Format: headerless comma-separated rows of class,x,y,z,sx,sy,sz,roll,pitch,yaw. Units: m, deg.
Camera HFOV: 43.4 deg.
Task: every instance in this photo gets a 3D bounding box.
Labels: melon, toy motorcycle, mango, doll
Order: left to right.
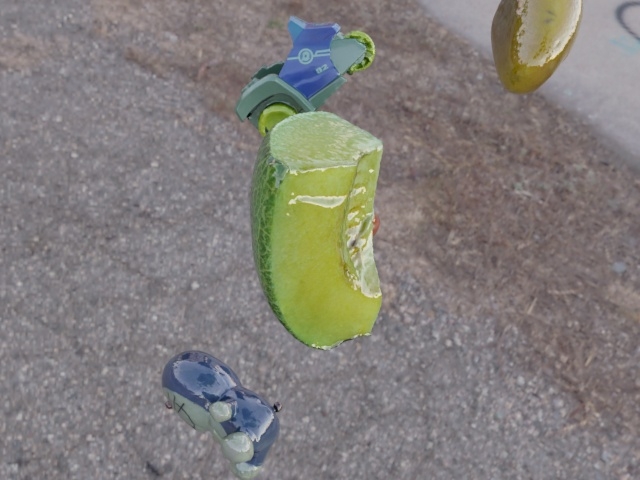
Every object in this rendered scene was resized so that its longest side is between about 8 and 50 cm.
doll,-0.194,0.312,1.503,0.258,0.228,0.154,30,69,20
toy motorcycle,-0.046,-0.384,1.815,0.200,0.326,0.191,43,20,-14
melon,0.000,0.000,1.246,0.226,0.344,0.331,10,22,1
mango,0.520,-0.512,1.981,0.182,0.253,0.365,29,60,-12

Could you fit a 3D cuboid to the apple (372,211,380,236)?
apple,0.072,-0.054,1.984,0.131,0.146,0.146,-34,48,-1
